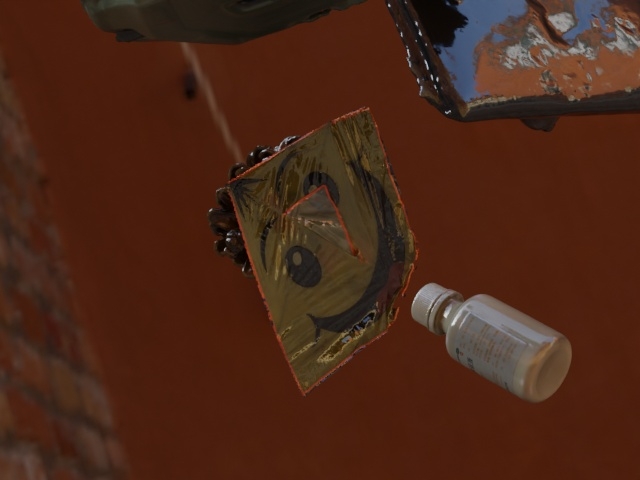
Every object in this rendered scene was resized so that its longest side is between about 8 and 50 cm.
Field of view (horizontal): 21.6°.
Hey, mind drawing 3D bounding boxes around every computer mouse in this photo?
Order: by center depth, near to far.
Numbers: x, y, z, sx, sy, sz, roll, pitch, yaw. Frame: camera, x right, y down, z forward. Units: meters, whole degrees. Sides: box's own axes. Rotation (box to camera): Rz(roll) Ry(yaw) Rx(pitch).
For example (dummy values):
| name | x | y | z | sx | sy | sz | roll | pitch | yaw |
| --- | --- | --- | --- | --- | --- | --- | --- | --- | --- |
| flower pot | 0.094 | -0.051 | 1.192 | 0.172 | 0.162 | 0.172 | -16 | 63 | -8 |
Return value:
| name | x | y | z | sx | sy | sz | roll | pitch | yaw |
| --- | --- | --- | --- | --- | --- | --- | --- | --- | --- |
| computer mouse | -0.097 | -0.347 | 2.040 | 0.428 | 0.146 | 0.228 | -14 | -13 | 30 |

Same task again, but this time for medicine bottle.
| name | x | y | z | sx | sy | sz | roll | pitch | yaw |
| --- | --- | --- | --- | --- | --- | --- | --- | --- | --- |
| medicine bottle | 0.248 | 0.142 | 2.502 | 0.252 | 0.114 | 0.114 | 29 | 30 | 35 |

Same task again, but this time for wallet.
| name | x | y | z | sx | sy | sz | roll | pitch | yaw |
| --- | --- | --- | --- | --- | --- | --- | --- | --- | --- |
| wallet | 0.220 | -0.202 | 1.643 | 0.377 | 0.197 | 0.051 | -7 | -27 | -40 |

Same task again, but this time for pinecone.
| name | x | y | z | sx | sy | sz | roll | pitch | yaw |
| --- | --- | --- | --- | --- | --- | --- | --- | --- | --- |
| pinecone | -0.056 | -0.031 | 2.253 | 0.212 | 0.185 | 0.169 | -47 | -11 | -34 |

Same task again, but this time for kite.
| name | x | y | z | sx | sy | sz | roll | pitch | yaw |
| --- | --- | --- | --- | --- | --- | --- | --- | --- | --- |
| kite | 0.002 | 0.000 | 2.020 | 0.013 | 0.378 | 0.327 | -4 | -27 | 45 |

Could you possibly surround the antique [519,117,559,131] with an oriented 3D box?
| name | x | y | z | sx | sy | sz | roll | pitch | yaw |
| --- | --- | --- | --- | --- | --- | --- | --- | --- | --- |
| antique | 0.259 | -0.264 | 2.203 | 0.143 | 0.257 | 0.121 | 5 | -35 | -46 |
